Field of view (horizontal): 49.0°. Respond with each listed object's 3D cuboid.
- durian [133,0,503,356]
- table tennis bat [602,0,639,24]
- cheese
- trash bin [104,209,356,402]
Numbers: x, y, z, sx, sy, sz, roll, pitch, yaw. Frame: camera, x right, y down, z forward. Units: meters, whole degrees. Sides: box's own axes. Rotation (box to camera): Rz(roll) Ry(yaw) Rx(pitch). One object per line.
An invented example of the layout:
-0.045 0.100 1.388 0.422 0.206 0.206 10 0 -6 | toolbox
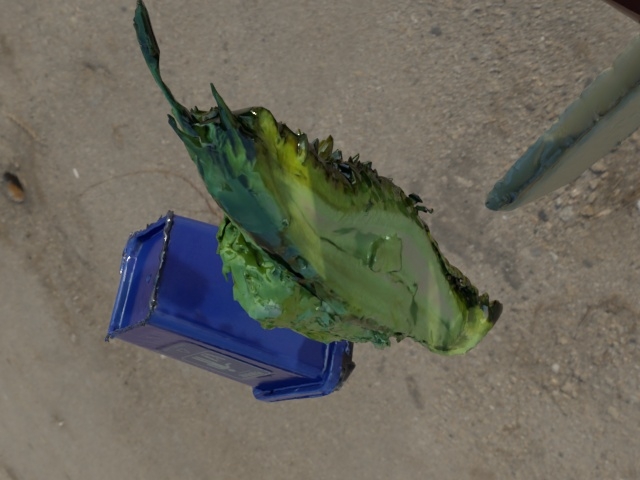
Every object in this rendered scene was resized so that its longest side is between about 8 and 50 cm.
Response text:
0.006 -0.003 0.426 0.107 0.375 0.132 6 73 39 | durian
0.051 -0.237 0.395 0.415 0.268 0.051 45 108 22 | table tennis bat
0.222 -0.117 0.446 0.400 0.085 0.034 119 132 -63 | cheese
-0.085 0.060 0.738 0.162 0.235 0.184 -24 52 50 | trash bin
